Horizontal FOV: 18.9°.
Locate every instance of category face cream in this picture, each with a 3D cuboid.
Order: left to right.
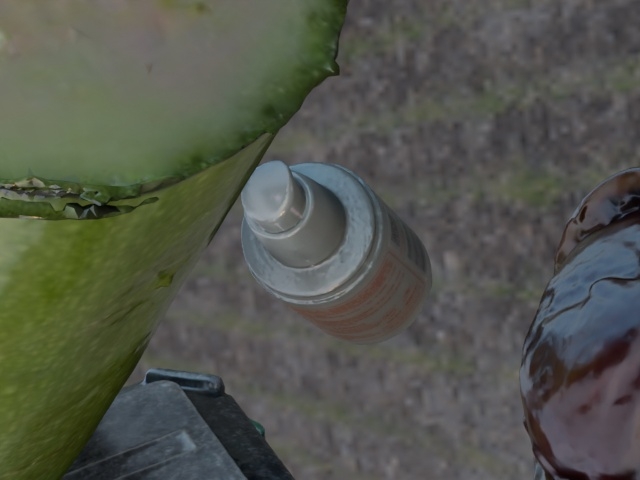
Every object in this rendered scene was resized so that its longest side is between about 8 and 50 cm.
[{"bbox_3d":[0.000,0.000,1.298,0.251,0.101,0.101,40,-144,-68],"label":"face cream"}]

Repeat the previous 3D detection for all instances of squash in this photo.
[{"bbox_3d":[-0.167,-0.042,0.803,0.384,0.263,0.263,127,134,-55],"label":"squash"}]

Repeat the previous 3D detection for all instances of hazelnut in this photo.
[{"bbox_3d":[0.177,0.061,1.005,0.170,0.160,0.202,-27,67,27],"label":"hazelnut"}]

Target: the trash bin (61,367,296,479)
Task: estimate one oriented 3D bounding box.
[{"bbox_3d":[-0.110,0.322,1.392,0.295,0.259,0.381,46,152,52],"label":"trash bin"}]
